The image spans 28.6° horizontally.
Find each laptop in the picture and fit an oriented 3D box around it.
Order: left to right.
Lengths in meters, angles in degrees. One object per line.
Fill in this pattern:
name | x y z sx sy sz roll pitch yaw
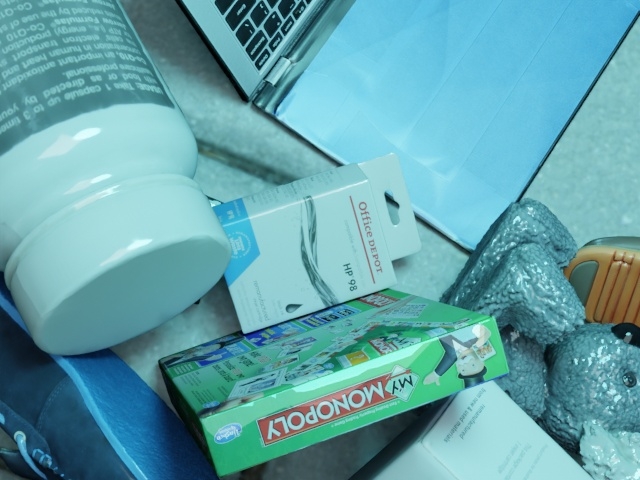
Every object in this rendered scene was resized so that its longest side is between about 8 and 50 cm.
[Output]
laptop | 0.096 -0.272 1.135 0.236 0.408 0.382 24 72 34

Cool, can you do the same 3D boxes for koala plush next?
koala plush | 0.204 0.114 1.083 0.221 0.196 0.203 34 111 -4

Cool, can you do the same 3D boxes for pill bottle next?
pill bottle | -0.228 -0.102 1.033 0.204 0.204 0.361 -26 70 -12

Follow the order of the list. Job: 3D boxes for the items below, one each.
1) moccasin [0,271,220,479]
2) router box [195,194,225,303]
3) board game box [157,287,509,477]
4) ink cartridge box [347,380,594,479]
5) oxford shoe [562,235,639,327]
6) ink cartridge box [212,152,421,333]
moccasin | -0.212 0.153 1.056 0.342 0.138 0.117 45 102 22
router box | -0.148 -0.008 1.136 0.122 0.038 0.092 23 76 -2
board game box | -0.008 0.098 0.986 0.214 0.317 0.046 -18 95 -11
ink cartridge box | 0.149 0.291 0.999 0.307 0.223 0.129 45 37 4
oxford shoe | 0.406 0.049 1.172 0.364 0.130 0.132 13 43 3
ink cartridge box | 0.000 0.000 1.099 0.180 0.060 0.104 -18 109 -3
